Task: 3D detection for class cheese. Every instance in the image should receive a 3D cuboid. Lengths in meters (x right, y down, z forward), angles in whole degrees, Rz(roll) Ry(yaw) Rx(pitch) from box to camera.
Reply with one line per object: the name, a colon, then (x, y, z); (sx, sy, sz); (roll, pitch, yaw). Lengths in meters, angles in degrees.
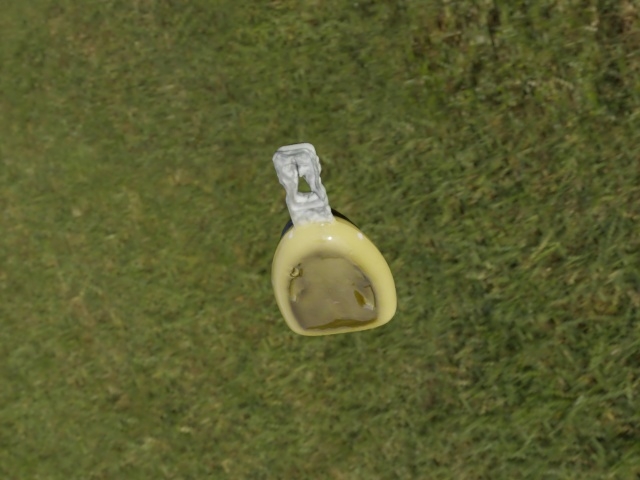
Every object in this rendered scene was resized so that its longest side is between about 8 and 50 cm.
cheese: (0.000, 0.000, 0.734); (0.086, 0.036, 0.162); (-5, 130, 12)
